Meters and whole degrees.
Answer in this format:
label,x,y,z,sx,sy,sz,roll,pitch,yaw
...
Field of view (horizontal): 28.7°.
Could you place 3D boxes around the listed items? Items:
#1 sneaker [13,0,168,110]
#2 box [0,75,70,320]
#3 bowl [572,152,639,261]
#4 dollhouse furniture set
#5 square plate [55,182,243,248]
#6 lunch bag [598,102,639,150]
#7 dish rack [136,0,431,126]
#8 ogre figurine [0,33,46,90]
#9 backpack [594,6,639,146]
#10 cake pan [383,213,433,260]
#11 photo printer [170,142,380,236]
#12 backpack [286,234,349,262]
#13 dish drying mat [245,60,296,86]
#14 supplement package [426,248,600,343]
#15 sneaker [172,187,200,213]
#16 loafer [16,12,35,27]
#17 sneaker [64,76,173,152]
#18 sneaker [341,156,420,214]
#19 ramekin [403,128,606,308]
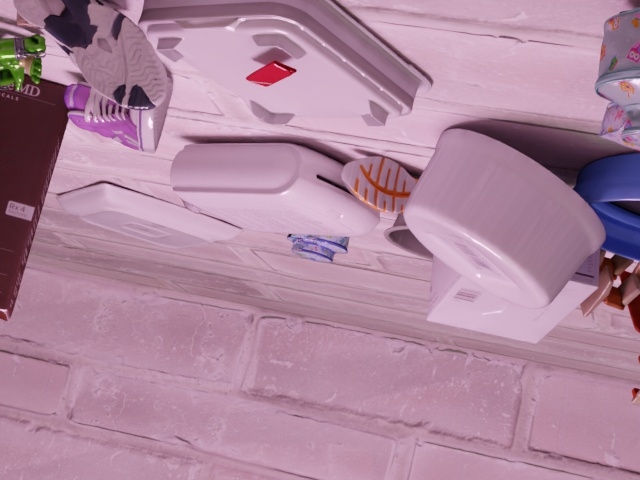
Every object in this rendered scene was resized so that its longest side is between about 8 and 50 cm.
label,x,y,z,sx,sy,sz,roll,pitch,yaw
sneaker,-0.258,-0.236,1.548,0.235,0.094,0.153,34,-174,16
box,-0.539,-0.079,2.009,0.191,0.381,0.143,15,166,-9
bowl,0.544,-0.031,1.772,0.391,0.077,0.391,13,169,3
dollhouse furniture set,0.566,0.148,2.124,0.262,0.259,0.135,18,129,-17
square plate,-0.400,-0.045,2.859,0.347,0.049,0.344,19,168,-27
lunch bag,0.384,-0.138,1.495,0.071,0.053,0.083,17,178,-9
dish rack,-0.051,-0.220,1.561,0.285,0.072,0.333,6,165,36
ogre figurine,-0.479,-0.259,1.815,0.118,0.097,0.197,-1,-168,-29
backpack,0.364,-0.154,1.224,0.188,0.144,0.166,24,171,-30
cake pan,0.263,-0.003,2.284,0.293,0.054,0.293,13,168,3
photo printer,-0.065,-0.085,2.129,0.307,0.107,0.256,3,165,40
backpack,0.000,0.000,2.527,0.114,0.084,0.105,5,169,24
dish drying mat,-0.059,-0.197,1.485,0.032,0.008,0.083,20,166,-23
supplement package,0.312,0.042,2.050,0.204,0.145,0.262,13,153,-8
sneaker,-0.248,-0.105,2.435,0.042,0.067,0.118,18,-162,-34
loafer,-0.347,-0.283,1.664,0.125,0.039,0.045,21,166,-31
sneaker,-0.313,-0.199,1.892,0.161,0.102,0.282,18,168,-9
sneaker,0.122,-0.077,2.024,0.215,0.084,0.083,18,173,-26
ramekin,0.250,-0.022,1.771,0.277,0.135,0.277,34,170,7
